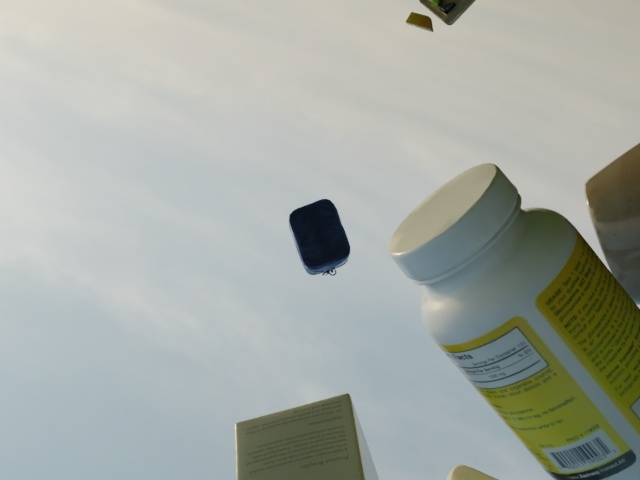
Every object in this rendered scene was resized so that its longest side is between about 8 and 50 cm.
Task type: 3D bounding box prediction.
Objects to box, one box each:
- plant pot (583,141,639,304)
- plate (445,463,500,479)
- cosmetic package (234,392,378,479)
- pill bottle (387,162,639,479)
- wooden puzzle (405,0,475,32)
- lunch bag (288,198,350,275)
[{"bbox_3d":[0.525,-0.044,1.455,0.280,0.323,0.323,-21,-170,20],"label":"plant pot"},{"bbox_3d":[0.191,0.413,1.201,0.045,0.277,0.278,8,178,-23],"label":"plate"},{"bbox_3d":[-0.008,0.309,1.262,0.151,0.151,0.184,-15,-147,5],"label":"cosmetic package"},{"bbox_3d":[0.227,0.089,1.115,0.334,0.188,0.188,49,-164,-13],"label":"pill bottle"},{"bbox_3d":[0.154,-0.292,1.257,0.014,0.116,0.078,36,-174,-44],"label":"wooden puzzle"},{"bbox_3d":[0.000,0.000,1.407,0.067,0.098,0.065,-18,173,-3],"label":"lunch bag"}]
